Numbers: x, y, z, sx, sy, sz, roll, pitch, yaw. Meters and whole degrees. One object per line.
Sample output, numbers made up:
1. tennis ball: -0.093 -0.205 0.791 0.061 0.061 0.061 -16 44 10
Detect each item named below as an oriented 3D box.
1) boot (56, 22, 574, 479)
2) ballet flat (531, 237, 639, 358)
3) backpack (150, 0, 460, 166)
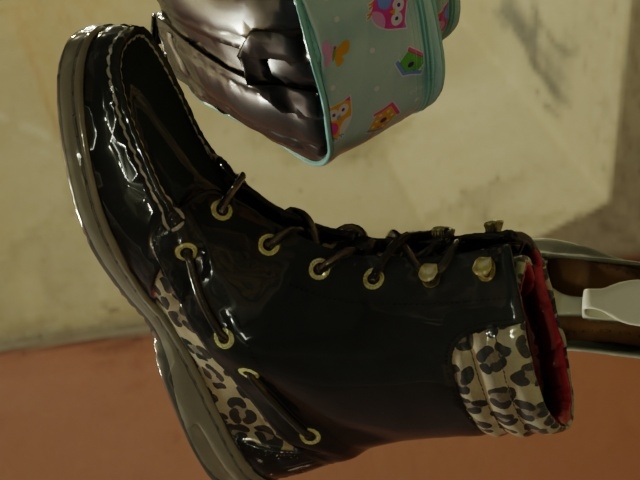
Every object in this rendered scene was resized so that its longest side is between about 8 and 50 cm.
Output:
1. boot: 0.001 0.000 0.649 0.178 0.236 0.085 -10 -156 24
2. ballet flat: 0.152 0.034 0.887 0.213 0.072 0.068 5 174 30
3. backpack: -0.009 -0.134 0.769 0.144 0.166 0.188 -22 -146 -15
